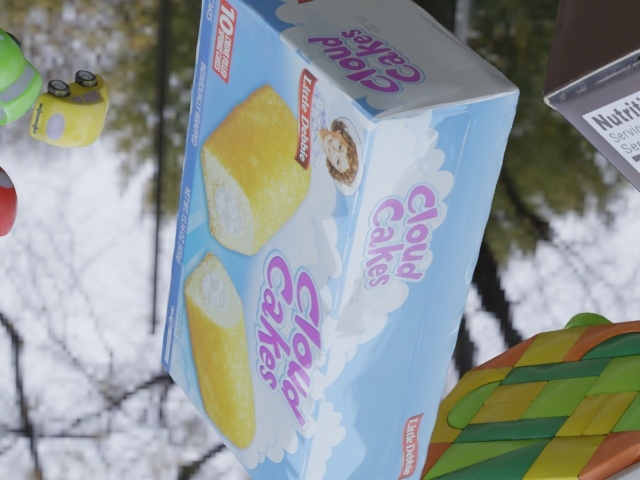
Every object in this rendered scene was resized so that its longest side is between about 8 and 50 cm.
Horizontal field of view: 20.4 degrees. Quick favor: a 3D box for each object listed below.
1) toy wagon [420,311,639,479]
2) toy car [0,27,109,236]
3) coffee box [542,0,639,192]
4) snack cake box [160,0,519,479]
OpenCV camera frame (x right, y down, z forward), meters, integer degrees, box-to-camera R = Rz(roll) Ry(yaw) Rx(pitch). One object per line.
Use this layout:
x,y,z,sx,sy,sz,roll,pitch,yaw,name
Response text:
0.220,0.133,1.296,0.344,0.068,0.267,-12,-155,45,toy wagon
-0.278,-0.106,1.641,0.053,0.225,0.239,32,-114,19,toy car
0.219,-0.035,0.595,0.119,0.297,0.168,-25,-144,40,coffee box
0.000,0.000,0.929,0.089,0.264,0.152,-14,-138,-30,snack cake box
